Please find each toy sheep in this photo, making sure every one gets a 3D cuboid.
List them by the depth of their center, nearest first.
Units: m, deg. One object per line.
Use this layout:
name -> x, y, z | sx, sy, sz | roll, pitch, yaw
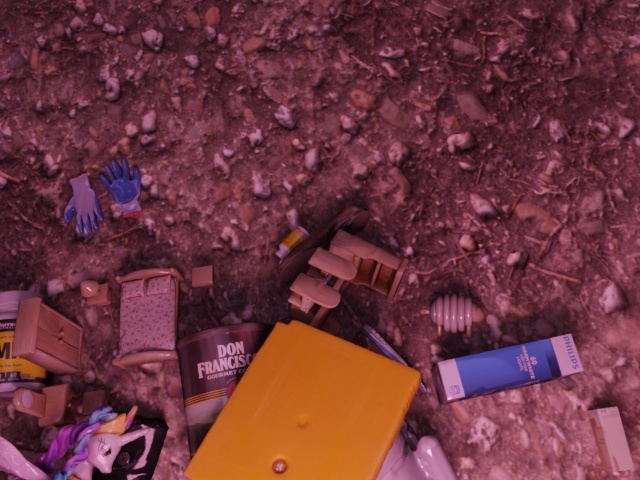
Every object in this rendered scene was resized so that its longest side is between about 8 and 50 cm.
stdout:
toy sheep -> 0.273, 0.152, 1.253 | 0.131, 0.091, 0.091 | 0, 71, 10

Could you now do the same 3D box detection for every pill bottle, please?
pill bottle -> -0.642, 0.219, 1.279 | 0.119, 0.119, 0.209 | -8, 71, 2
pill bottle -> -0.062, 0.009, 1.345 | 0.043, 0.043, 0.083 | 41, 78, 15

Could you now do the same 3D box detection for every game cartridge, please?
game cartridge -> -0.024, 0.309, 1.004 | 0.285, 0.053, 0.324 | 19, 59, 25

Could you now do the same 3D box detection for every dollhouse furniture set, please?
dollhouse furniture set -> -0.401, 0.189, 1.210 | 0.355, 0.174, 0.304 | -10, 62, 7
dollhouse furniture set -> 0.051, 0.116, 1.219 | 0.160, 0.212, 0.242 | 25, 50, 12

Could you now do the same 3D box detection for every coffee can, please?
coffee can -> -0.162, 0.318, 1.167 | 0.201, 0.201, 0.276 | -12, 72, 0

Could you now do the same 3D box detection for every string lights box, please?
string lights box -> 0.356, 0.254, 1.184 | 0.259, 0.133, 0.077 | -12, 70, 1

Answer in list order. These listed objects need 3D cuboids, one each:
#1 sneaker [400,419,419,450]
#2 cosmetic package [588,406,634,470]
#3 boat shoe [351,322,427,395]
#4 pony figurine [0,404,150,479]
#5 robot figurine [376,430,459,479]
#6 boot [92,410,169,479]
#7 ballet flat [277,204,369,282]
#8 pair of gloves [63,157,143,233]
sneaker -> 0.121, 0.353, 1.197 | 0.081, 0.080, 0.211 | -30, 72, -7
cosmetic package -> 0.559, 0.382, 1.166 | 0.041, 0.060, 0.115 | -8, 70, 3
boat shoe -> 0.139, 0.256, 1.241 | 0.066, 0.066, 0.183 | -45, 72, 0
pony figurine -> -0.506, 0.455, 1.071 | 0.350, 0.303, 0.364 | 5, 63, 11
robot figurine -> 0.099, 0.459, 1.070 | 0.299, 0.200, 0.354 | -29, 94, 6
boot -> -0.340, 0.460, 1.188 | 0.246, 0.094, 0.207 | 14, 77, 15
ballet flat -> 0.000, 0.000, 1.331 | 0.249, 0.084, 0.058 | -39, 55, -10
pair of gloves -> -0.515, -0.105, 1.430 | 0.198, 0.023, 0.159 | -20, 71, -3
